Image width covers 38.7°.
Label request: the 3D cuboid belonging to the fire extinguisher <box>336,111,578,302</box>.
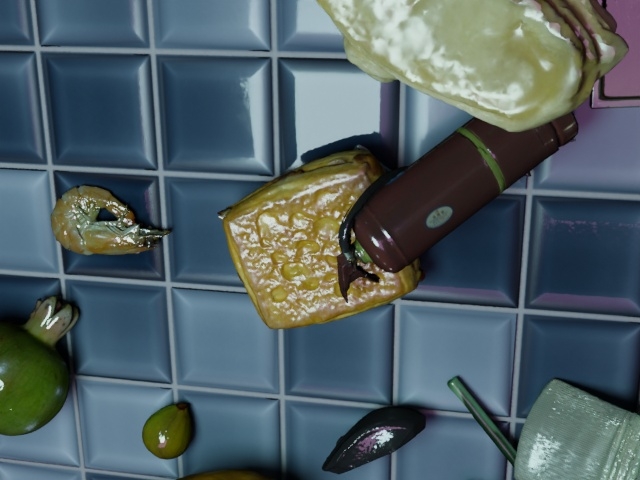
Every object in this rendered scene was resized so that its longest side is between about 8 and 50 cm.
[{"bbox_3d":[0.147,-0.053,1.097,0.341,0.105,0.141,-37,134,0],"label":"fire extinguisher"}]

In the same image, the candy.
[{"bbox_3d":[0.321,0.364,1.265,0.119,0.119,0.440,-38,90,21],"label":"candy"}]

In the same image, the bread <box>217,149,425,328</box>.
[{"bbox_3d":[0.000,0.000,1.202,0.235,0.099,0.210,-18,108,14],"label":"bread"}]

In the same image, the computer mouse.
[{"bbox_3d":[0.068,0.275,1.282,0.172,0.099,0.057,-31,91,18],"label":"computer mouse"}]

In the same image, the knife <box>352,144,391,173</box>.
[{"bbox_3d":[0.081,-0.090,1.196,0.096,0.010,0.027,34,113,-1],"label":"knife"}]

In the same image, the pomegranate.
[{"bbox_3d":[-0.435,0.188,1.327,0.210,0.179,0.179,-31,100,8],"label":"pomegranate"}]

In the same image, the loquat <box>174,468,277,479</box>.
[{"bbox_3d":[-0.138,0.480,1.279,0.328,0.328,0.328,4,110,11],"label":"loquat"}]

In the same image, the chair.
[{"bbox_3d":[0.435,0.309,1.172,0.319,0.186,0.160,15,83,50],"label":"chair"}]

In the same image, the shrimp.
[{"bbox_3d":[-0.298,-0.024,1.294,0.180,0.041,0.099,8,96,11],"label":"shrimp"}]

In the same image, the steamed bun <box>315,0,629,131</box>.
[{"bbox_3d":[0.113,-0.266,1.006,0.428,0.189,0.247,33,130,7],"label":"steamed bun"}]

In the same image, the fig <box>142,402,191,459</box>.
[{"bbox_3d":[-0.225,0.282,1.364,0.074,0.074,0.088,26,95,2],"label":"fig"}]

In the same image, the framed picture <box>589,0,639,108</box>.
[{"bbox_3d":[0.421,-0.298,1.044,0.213,0.016,0.289,-1,109,12],"label":"framed picture"}]
